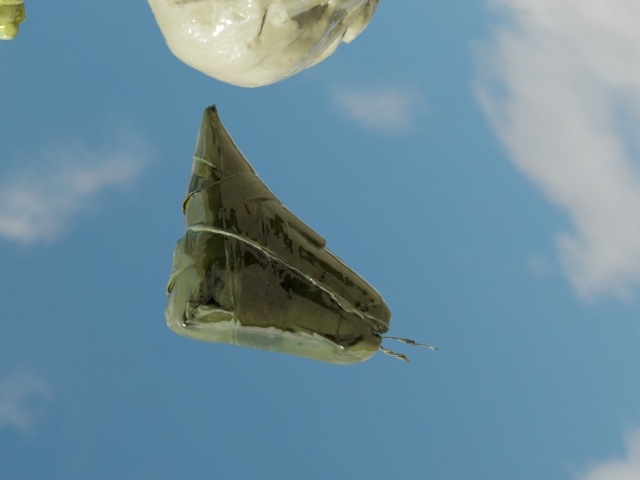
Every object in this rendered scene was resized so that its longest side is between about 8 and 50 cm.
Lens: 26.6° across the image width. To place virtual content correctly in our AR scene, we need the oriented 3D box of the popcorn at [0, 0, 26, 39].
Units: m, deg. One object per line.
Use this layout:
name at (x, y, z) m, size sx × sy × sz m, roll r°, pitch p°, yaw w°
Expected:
popcorn at (-0.324, -0.269, 1.269) m, size 0.135 × 0.162 × 0.141 m, roll 20°, pitch -136°, yaw -54°

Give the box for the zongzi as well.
zongzi at (0.000, 0.000, 0.730) m, size 0.154 × 0.062 × 0.130 m, roll 11°, pitch -109°, yaw -9°

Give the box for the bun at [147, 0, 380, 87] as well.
bun at (-0.047, -0.347, 1.537) m, size 0.359 × 0.211 × 0.360 m, roll 5°, pitch -95°, yaw -60°
